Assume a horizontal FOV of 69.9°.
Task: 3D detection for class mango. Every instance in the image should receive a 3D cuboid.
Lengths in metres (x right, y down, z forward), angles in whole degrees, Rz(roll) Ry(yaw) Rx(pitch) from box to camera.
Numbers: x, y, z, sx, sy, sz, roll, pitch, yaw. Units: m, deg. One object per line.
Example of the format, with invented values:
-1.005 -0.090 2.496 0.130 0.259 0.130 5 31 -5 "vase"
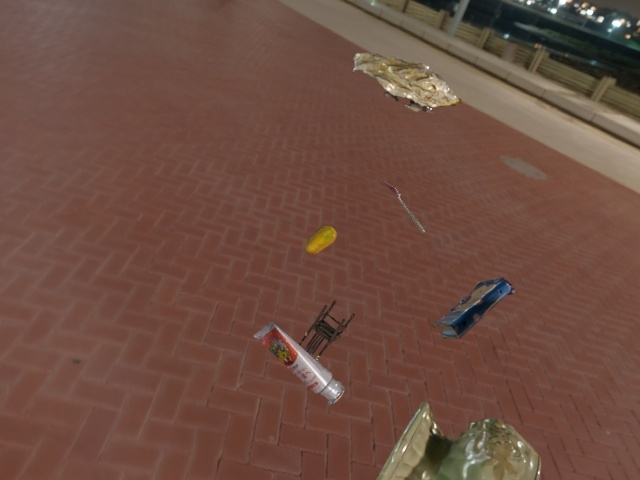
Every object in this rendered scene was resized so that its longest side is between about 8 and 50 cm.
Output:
0.000 0.000 1.285 0.057 0.079 0.114 54 47 -9 "mango"

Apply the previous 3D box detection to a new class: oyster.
0.155 -0.312 0.863 0.133 0.071 0.209 -14 53 -38 "oyster"

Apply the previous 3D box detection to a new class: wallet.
0.401 0.181 1.207 0.202 0.141 0.059 -37 88 -14 "wallet"

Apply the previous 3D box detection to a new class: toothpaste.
-0.046 0.276 1.042 0.234 0.089 0.057 43 43 -3 "toothpaste"

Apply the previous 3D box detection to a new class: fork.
0.143 -0.059 0.781 0.012 0.016 0.115 -40 92 -10 "fork"

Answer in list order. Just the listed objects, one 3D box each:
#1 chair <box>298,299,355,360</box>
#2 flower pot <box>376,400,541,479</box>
0.002 0.288 1.357 0.084 0.212 0.101 36 14 17 "chair"
0.260 0.474 0.911 0.244 0.307 0.307 28 33 21 "flower pot"
